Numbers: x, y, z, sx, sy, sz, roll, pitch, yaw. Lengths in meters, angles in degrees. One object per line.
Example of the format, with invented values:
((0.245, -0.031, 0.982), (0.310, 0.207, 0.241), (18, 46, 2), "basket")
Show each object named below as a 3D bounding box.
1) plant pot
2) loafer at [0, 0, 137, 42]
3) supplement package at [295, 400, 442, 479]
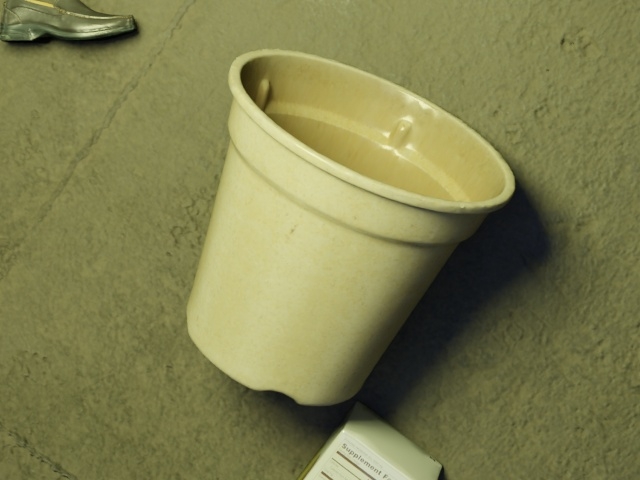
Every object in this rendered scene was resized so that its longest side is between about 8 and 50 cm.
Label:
((0.000, 0.000, 1.737), (0.333, 0.334, 0.306), (27, 113, 4), "plant pot")
((-0.301, -0.267, 1.854), (0.170, 0.062, 0.061), (1, 94, 8), "loafer")
((0.018, 0.336, 1.857), (0.134, 0.139, 0.244), (37, 102, 1), "supplement package")
